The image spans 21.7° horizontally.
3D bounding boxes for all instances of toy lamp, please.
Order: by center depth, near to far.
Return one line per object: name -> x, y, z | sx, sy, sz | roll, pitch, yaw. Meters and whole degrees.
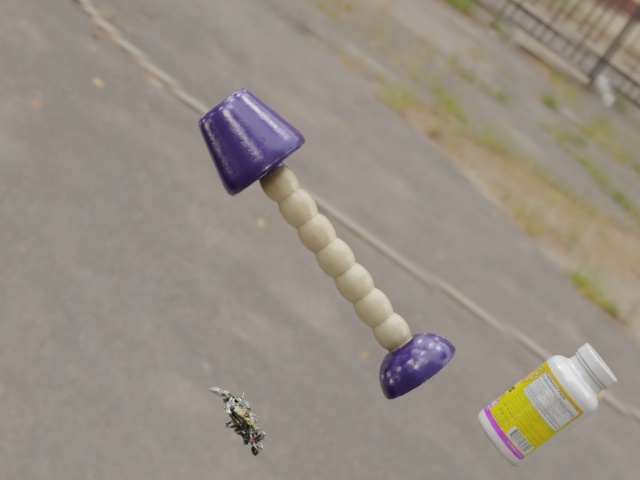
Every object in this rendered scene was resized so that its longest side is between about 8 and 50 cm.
toy lamp -> 0.000, 0.000, 1.346 | 0.274, 0.080, 0.080 | 55, 14, -5

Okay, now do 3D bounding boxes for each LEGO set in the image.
LEGO set -> -0.049, 0.120, 1.133 | 0.054, 0.023, 0.083 | 57, -15, -20

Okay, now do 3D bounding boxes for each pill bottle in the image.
pill bottle -> 0.142, 0.101, 1.036 | 0.043, 0.083, 0.043 | 50, 9, -11
